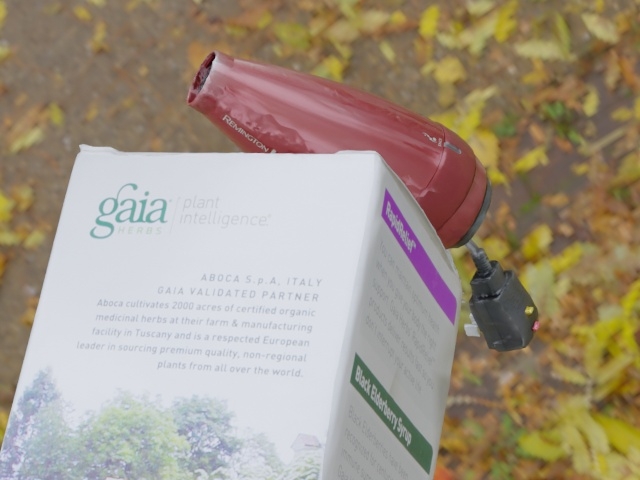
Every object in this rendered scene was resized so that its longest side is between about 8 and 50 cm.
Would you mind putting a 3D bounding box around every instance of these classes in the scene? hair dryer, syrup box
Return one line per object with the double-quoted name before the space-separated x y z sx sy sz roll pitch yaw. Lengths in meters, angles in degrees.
"hair dryer" 0.000 0.000 1.098 0.223 0.293 0.080 -15 38 13
"syrup box" -0.032 0.097 0.474 0.093 0.096 0.237 2 65 21
